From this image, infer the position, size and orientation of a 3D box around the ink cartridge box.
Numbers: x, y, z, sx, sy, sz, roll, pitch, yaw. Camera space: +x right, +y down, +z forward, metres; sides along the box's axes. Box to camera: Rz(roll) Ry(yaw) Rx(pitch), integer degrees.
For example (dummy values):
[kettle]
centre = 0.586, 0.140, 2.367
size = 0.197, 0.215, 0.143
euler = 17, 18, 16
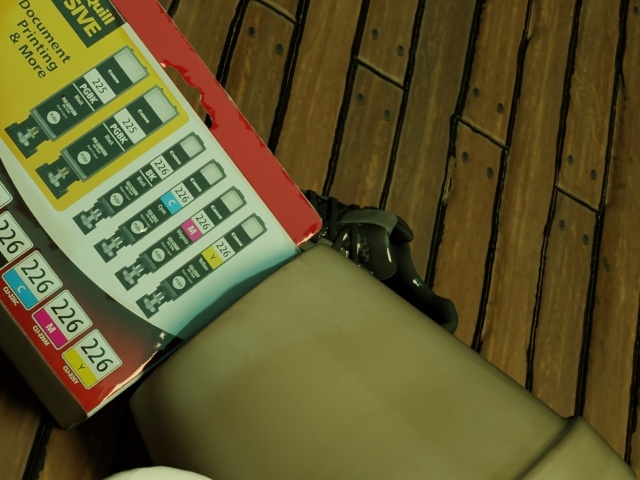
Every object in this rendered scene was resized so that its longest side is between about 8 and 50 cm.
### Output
[ink cartridge box]
centre = -0.170, -0.065, 1.396
size = 0.272, 0.130, 0.309
euler = -38, 91, -19

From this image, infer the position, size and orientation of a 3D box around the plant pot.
[plant pot]
centre = 0.018, 0.168, 1.364
size = 0.280, 0.323, 0.323
euler = 50, 46, 5

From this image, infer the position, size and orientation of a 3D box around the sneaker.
[sneaker]
centre = 0.001, 0.000, 1.547
size = 0.293, 0.146, 0.102
euler = 42, 47, -12

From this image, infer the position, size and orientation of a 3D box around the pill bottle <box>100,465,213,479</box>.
[pill bottle]
centre = -0.164, 0.267, 1.149
size = 0.176, 0.318, 0.176
euler = 18, 57, -30
